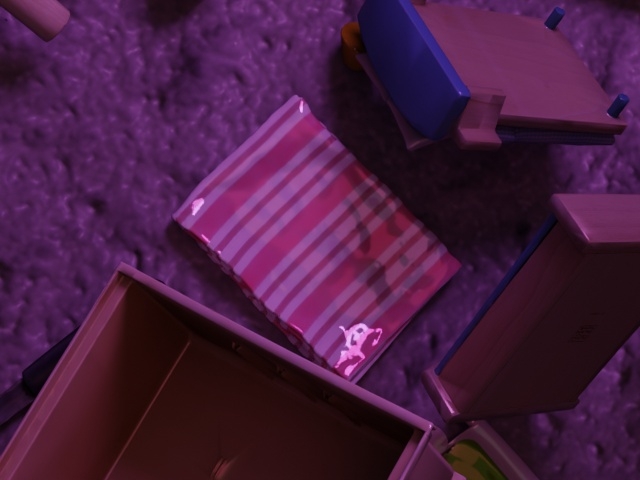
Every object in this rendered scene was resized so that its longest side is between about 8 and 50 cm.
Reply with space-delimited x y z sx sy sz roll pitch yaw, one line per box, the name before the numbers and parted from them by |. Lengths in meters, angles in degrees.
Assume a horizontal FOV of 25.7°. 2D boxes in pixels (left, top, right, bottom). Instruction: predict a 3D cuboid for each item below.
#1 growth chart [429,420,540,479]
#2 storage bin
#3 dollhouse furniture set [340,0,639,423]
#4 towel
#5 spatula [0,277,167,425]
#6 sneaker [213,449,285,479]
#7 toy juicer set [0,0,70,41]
growth chart | 0.093 0.260 1.113 0.172 0.021 0.237 40 77 -8
storage bin | -0.082 0.195 0.947 0.262 0.123 0.260 25 77 27
dollhouse furniture set | 0.165 -0.044 1.118 0.286 0.198 0.303 0 48 -36
towel | 0.000 0.000 1.099 0.197 0.029 0.144 46 76 -8
spatula | -0.231 0.122 1.027 0.296 0.030 0.084 -38 94 -14
sneaker | 0.002 0.270 1.023 0.130 0.112 0.297 -14 63 -7
toy juicer set | -0.167 -0.266 1.052 0.329 0.089 0.209 -35 114 -16
